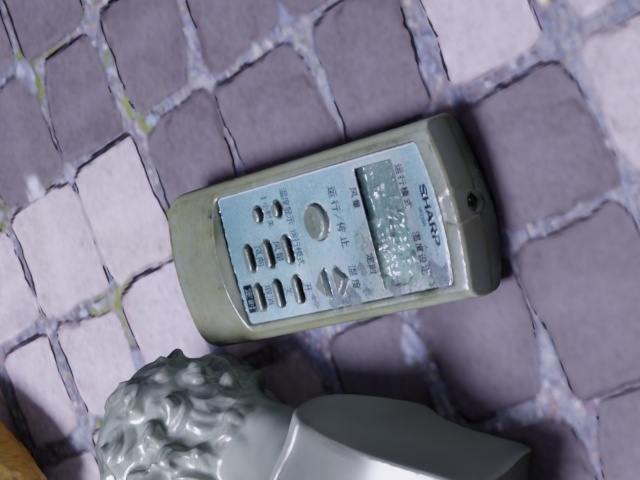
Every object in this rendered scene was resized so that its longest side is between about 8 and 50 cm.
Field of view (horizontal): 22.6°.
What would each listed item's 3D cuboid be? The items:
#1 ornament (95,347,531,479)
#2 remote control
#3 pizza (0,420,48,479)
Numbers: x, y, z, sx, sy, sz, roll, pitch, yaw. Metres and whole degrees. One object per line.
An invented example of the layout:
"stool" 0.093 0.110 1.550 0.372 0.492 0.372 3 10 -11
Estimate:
"ornament" -0.016 0.129 0.897 0.285 0.120 0.130 0 100 44
"remote control" 0.000 0.000 0.902 0.233 0.038 0.098 -14 92 45
"pizza" -0.243 0.211 1.185 0.154 0.069 0.193 33 129 34
